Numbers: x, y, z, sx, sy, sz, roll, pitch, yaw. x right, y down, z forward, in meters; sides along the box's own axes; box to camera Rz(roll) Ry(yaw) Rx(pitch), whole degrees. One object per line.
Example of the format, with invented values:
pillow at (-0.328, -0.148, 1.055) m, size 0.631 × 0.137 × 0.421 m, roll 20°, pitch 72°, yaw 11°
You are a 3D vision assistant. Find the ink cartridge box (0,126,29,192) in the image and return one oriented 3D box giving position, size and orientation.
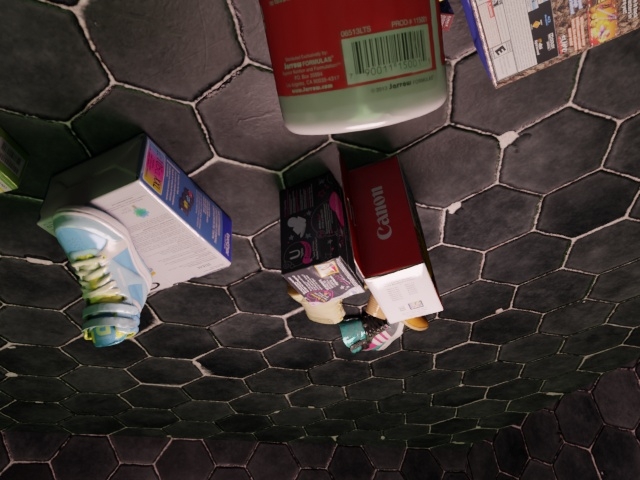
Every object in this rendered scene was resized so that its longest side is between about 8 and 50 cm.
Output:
ink cartridge box at (-0.749, -0.163, 1.010) m, size 0.255 × 0.097 × 0.189 m, roll -14°, pitch 142°, yaw 9°

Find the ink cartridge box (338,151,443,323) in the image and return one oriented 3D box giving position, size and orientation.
ink cartridge box at (0.151, -0.023, 1.135) m, size 0.130 × 0.309 × 0.272 m, roll -17°, pitch 141°, yaw 14°

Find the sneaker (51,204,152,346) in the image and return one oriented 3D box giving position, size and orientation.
sneaker at (-0.442, 0.090, 1.046) m, size 0.127 × 0.208 × 0.319 m, roll -9°, pitch 142°, yaw 8°

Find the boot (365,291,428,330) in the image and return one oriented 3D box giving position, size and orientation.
boot at (0.258, 0.134, 1.474) m, size 0.295 × 0.104 × 0.211 m, roll 22°, pitch 94°, yaw -45°

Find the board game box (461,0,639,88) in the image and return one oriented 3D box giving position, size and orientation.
board game box at (0.368, -0.417, 0.796) m, size 0.291 × 0.141 × 0.232 m, roll -20°, pitch 140°, yaw 18°

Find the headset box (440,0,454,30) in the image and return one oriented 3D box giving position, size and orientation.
headset box at (0.184, -0.386, 0.875) m, size 0.083 × 0.062 × 0.032 m, roll 1°, pitch 142°, yaw -8°

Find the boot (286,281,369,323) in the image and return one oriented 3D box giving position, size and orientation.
boot at (0.055, 0.163, 1.535) m, size 0.262 × 0.095 × 0.203 m, roll -13°, pitch 141°, yaw 12°

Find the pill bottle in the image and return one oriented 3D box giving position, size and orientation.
pill bottle at (0.027, -0.356, 0.649) m, size 0.229 × 0.229 × 0.407 m, roll -9°, pitch 109°, yaw 4°

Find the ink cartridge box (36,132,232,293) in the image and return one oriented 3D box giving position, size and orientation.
ink cartridge box at (-0.385, -0.023, 1.193) m, size 0.270 × 0.151 × 0.395 m, roll -19°, pitch 139°, yaw 17°

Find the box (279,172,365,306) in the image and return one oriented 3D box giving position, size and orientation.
box at (0.000, 0.000, 1.195) m, size 0.142 × 0.247 × 0.163 m, roll -17°, pitch 141°, yaw 17°

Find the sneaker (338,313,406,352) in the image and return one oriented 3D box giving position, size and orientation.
sneaker at (0.155, 0.277, 1.683) m, size 0.178 × 0.124 × 0.295 m, roll -3°, pitch 144°, yaw -20°
